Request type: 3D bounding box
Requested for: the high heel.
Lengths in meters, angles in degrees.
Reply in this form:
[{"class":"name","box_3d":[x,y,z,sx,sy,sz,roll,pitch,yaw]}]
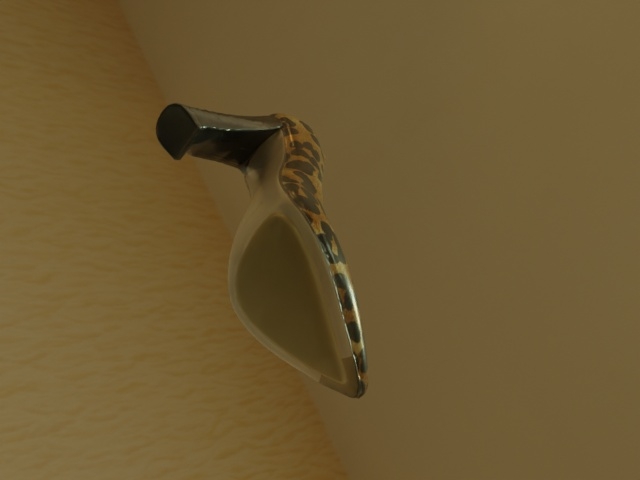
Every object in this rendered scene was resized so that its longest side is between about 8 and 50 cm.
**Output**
[{"class":"high heel","box_3d":[0.000,0.000,0.733,0.093,0.186,0.261,-42,-112,25]}]
